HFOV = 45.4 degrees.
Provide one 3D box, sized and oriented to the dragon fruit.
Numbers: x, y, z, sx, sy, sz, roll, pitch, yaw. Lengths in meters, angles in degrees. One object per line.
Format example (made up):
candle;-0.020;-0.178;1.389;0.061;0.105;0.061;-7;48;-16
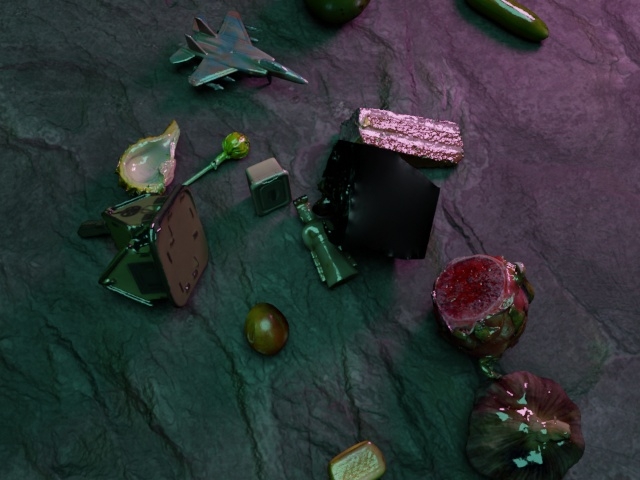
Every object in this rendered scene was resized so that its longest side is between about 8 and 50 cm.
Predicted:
dragon fruit;0.326;0.126;1.544;0.211;0.147;0.282;-10;47;11

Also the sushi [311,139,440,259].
sushi;0.099;-0.093;1.608;0.227;0.212;0.215;5;102;-37

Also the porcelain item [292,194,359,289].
porcelain item;0.000;0.000;1.665;0.084;0.054;0.213;-26;73;-14

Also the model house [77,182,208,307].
model house;-0.401;0.021;1.580;0.279;0.204;0.218;-5;31;14

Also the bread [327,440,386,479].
bread;0.069;0.447;1.501;0.115;0.056;0.082;-30;77;-18

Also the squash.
squash;0.450;-0.569;1.890;0.258;0.069;0.069;34;72;10

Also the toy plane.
toy plane;-0.179;-0.419;1.791;0.326;0.104;0.223;25;71;2

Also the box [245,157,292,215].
box;-0.115;-0.120;1.675;0.089;0.122;0.062;-24;60;-10

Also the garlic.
garlic;0.397;0.367;1.489;0.245;0.160;0.244;0;70;-1

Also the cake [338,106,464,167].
cake;0.185;-0.232;1.740;0.295;0.113;0.115;2;71;-8

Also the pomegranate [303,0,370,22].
pomegranate;0.046;-0.626;1.813;0.182;0.224;0.181;4;65;-9

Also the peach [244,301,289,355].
peach;-0.110;0.179;1.570;0.101;0.100;0.100;1;70;-2

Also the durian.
durian;-0.367;-0.174;1.709;0.140;0.078;0.224;15;59;16

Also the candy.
candy;-0.242;-0.174;1.730;0.194;0.058;0.062;-38;107;-5
